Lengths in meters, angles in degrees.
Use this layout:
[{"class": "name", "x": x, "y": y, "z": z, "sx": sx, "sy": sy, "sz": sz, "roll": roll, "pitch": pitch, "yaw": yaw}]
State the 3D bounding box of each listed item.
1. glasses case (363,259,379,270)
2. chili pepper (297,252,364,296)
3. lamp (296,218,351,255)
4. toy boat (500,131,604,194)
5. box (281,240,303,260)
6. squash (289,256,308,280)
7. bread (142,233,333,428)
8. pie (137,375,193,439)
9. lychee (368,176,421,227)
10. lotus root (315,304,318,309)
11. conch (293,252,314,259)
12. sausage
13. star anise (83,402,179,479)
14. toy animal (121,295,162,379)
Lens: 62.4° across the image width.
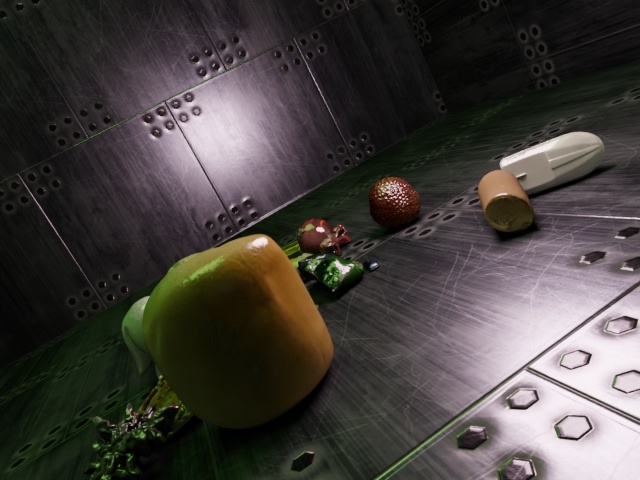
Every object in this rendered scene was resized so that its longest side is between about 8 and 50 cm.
[{"class": "glasses case", "x": 0.157, "y": 0.074, "z": 1.661, "sx": 0.033, "sy": 0.023, "sz": 0.083, "roll": -33, "pitch": 14, "yaw": -5}, {"class": "chili pepper", "x": 0.023, "y": 0.089, "z": 1.674, "sx": 0.148, "sy": 0.116, "sz": 0.264, "roll": -30, "pitch": 13, "yaw": -21}, {"class": "lamp", "x": -0.007, "y": -0.010, "z": 2.044, "sx": 0.223, "sy": 0.151, "sz": 0.215, "roll": -17, "pitch": 21, "yaw": 32}, {"class": "toy boat", "x": 0.669, "y": -0.221, "z": 1.530, "sx": 0.269, "sy": 0.141, "sz": 0.141, "roll": -21, "pitch": 14, "yaw": 19}, {"class": "box", "x": -0.209, "y": 0.091, "z": 2.306, "sx": 0.311, "sy": 0.043, "sz": 0.173, "roll": -24, "pitch": 13, "yaw": 13}, {"class": "squash", "x": -0.098, "y": 0.112, "z": 1.897, "sx": 0.340, "sy": 0.095, "sz": 0.094, "roll": -20, "pitch": 15, "yaw": 29}, {"class": "bread", "x": -0.177, "y": 0.193, "z": 1.104, "sx": 0.348, "sy": 0.376, "sz": 0.253, "roll": -27, "pitch": 14, "yaw": -3}, {"class": "pie", "x": -0.366, "y": 0.390, "z": 1.336, "sx": 0.274, "sy": 0.055, "sz": 0.274, "roll": -35, "pitch": 25, "yaw": 19}, {"class": "lychee", "x": 0.263, "y": -0.135, "z": 1.905, "sx": 0.194, "sy": 0.194, "sz": 0.194, "roll": -26, "pitch": 13, "yaw": 7}, {"class": "lotus root", "x": -0.099, "y": 0.225, "z": 1.443, "sx": 0.203, "sy": 0.078, "sz": 0.183, "roll": -8, "pitch": -5, "yaw": 13}, {"class": "conch", "x": -0.055, "y": 0.084, "z": 1.969, "sx": 0.180, "sy": 0.065, "sz": 0.088, "roll": -2, "pitch": 26, "yaw": 45}, {"class": "sausage", "x": 0.498, "y": -0.106, "z": 1.432, "sx": 0.123, "sy": 0.123, "sz": 0.253, "roll": -24, "pitch": 13, "yaw": 18}, {"class": "star anise", "x": -0.433, "y": 0.461, "z": 1.155, "sx": 0.283, "sy": 0.129, "sz": 0.212, "roll": -50, "pitch": 33, "yaw": -12}, {"class": "toy animal", "x": -0.472, "y": 0.291, "z": 1.589, "sx": 0.271, "sy": 0.265, "sz": 0.206, "roll": -19, "pitch": 17, "yaw": 26}]
